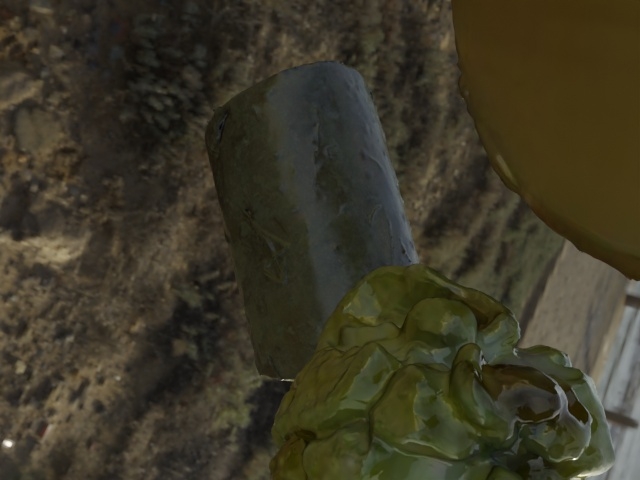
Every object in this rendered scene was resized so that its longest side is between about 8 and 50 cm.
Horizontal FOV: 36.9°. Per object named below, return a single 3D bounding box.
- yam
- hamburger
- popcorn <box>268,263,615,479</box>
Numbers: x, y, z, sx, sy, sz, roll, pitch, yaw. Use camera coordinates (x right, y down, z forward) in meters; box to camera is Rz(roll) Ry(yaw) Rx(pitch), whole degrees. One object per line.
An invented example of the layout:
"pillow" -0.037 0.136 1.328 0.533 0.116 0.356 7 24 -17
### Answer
"yam" 0.000 0.000 0.802 0.161 0.161 0.267 -1 77 -64
"hamburger" 0.205 -0.143 0.474 0.186 0.261 0.302 -25 127 -22
"popcorn" 0.048 0.090 0.392 0.135 0.162 0.141 -45 140 9
